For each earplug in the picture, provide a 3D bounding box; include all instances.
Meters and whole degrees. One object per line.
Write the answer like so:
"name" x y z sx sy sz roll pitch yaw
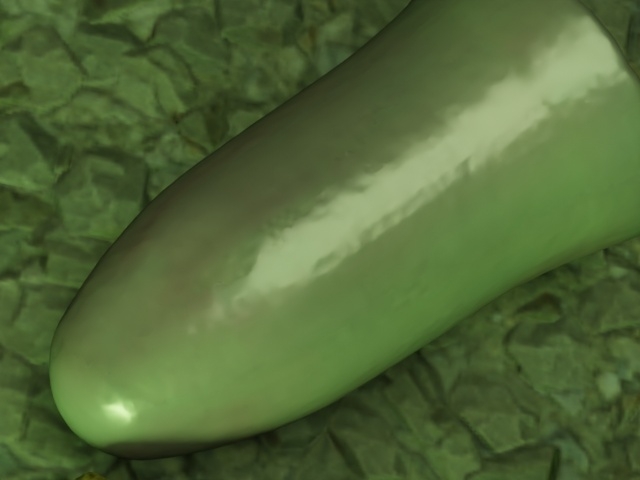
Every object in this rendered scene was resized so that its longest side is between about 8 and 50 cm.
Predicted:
"earplug" 0.000 0.000 0.934 0.301 0.172 0.172 -33 79 -15

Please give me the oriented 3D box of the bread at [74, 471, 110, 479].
"bread" -0.104 0.201 0.865 0.134 0.085 0.173 40 66 2
